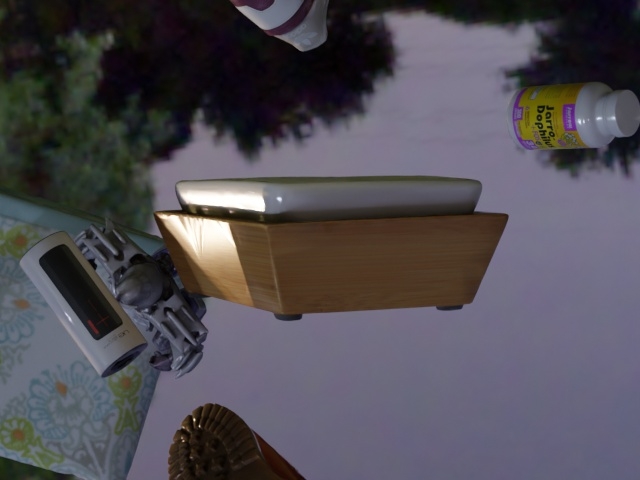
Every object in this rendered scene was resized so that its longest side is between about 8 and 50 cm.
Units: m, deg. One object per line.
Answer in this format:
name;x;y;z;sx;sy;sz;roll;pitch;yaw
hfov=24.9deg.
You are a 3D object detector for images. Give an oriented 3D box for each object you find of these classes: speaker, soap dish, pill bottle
speaker;-0.220;0.060;1.350;0.055;0.136;0.055;-36;170;-8
soap dish;0.000;0.000;1.336;0.229;0.118;0.291;-3;-175;-25
pill bottle;0.167;-0.082;0.959;0.083;0.043;0.043;0;-163;44

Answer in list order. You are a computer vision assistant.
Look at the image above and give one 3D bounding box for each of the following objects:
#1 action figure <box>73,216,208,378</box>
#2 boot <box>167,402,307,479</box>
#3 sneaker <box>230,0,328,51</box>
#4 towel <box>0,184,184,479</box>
action figure;-0.183;0.061;1.568;0.099;0.185;0.285;-31;175;3
boot;-0.026;0.153;0.826;0.059;0.085;0.158;-52;-136;1
sneaker;-0.013;-0.184;0.813;0.070;0.084;0.185;-19;-140;37
towel;-0.377;0.105;1.809;0.375;0.320;0.090;17;-179;-2
